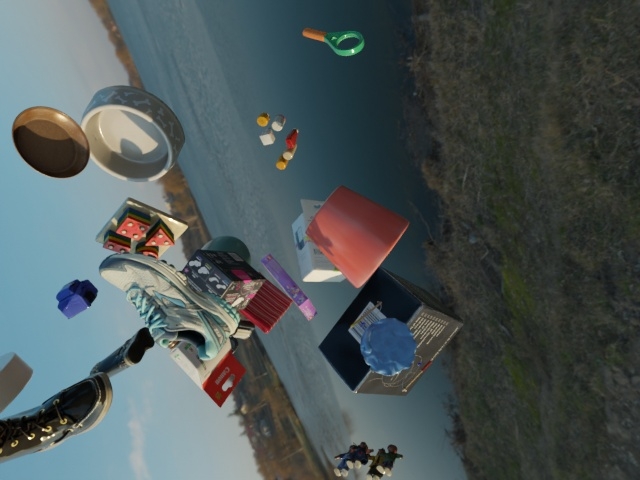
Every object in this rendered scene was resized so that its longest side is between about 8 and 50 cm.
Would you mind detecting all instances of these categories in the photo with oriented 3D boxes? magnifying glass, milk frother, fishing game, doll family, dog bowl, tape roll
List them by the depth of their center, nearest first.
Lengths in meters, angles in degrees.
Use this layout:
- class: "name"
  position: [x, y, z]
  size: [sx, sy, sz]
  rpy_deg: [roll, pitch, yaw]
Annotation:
- class: "tape roll"
  position: [-0.868, 0.423, 0.963]
  size: [0.072, 0.392, 0.392]
  rpy_deg: [56, 170, -19]
- class: "doll family"
  position: [0.125, 0.587, 1.127]
  size: [0.111, 0.193, 0.076]
  rpy_deg: [-31, -59, -64]
- class: "magnifying glass"
  position: [0.037, -0.636, 1.322]
  size: [0.231, 0.092, 0.026]
  rpy_deg: [31, 164, 28]
- class: "fishing game"
  position: [0.219, 0.346, 1.358]
  size: [0.264, 0.189, 0.041]
  rpy_deg: [47, 162, 10]
- class: "dog bowl"
  position: [-0.662, -0.355, 1.466]
  size: [0.102, 0.349, 0.348]
  rpy_deg: [-91, -6, -45]
- class: "milk frother"
  position: [-0.332, 0.372, 1.637]
  size: [0.129, 0.135, 0.143]
  rpy_deg: [3, 76, 36]

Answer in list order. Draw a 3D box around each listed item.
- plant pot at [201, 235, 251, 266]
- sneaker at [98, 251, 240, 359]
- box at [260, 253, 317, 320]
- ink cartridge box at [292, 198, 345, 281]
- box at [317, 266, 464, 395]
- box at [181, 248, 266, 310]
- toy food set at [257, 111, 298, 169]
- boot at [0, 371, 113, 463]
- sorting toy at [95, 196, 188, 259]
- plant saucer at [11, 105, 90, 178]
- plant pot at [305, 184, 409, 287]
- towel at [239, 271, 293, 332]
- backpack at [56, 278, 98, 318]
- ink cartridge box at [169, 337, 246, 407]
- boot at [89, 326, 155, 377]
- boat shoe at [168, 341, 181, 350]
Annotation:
- class: "plant pot"
  position: [-0.479, 0.112, 2.095]
  size: [0.235, 0.293, 0.293]
  rpy_deg: [-81, -19, -54]
- class: "sneaker"
  position: [-0.291, 0.127, 0.790]
  size: [0.283, 0.122, 0.110]
  rpy_deg: [32, 139, -16]
- class: "box"
  position: [-0.140, 0.209, 1.874]
  size: [0.293, 0.057, 0.201]
  rpy_deg: [46, 169, 28]
- class: "ink cartridge box"
  position: [0.000, 0.000, 1.858]
  size: [0.119, 0.207, 0.353]
  rpy_deg: [-45, 49, 49]
- class: "box"
  position: [0.334, 0.436, 1.926]
  size: [0.472, 0.480, 0.297]
  rpy_deg: [28, -169, -46]
- class: "box"
  position: [-0.316, 0.132, 1.339]
  size: [0.163, 0.142, 0.247]
  rpy_deg: [39, -174, 14]
- class: "toy food set"
  position: [-0.150, -0.397, 1.588]
  size: [0.104, 0.111, 0.232]
  rpy_deg: [-75, -32, -43]
- class: "boot"
  position: [-0.789, 0.500, 1.137]
  size: [0.138, 0.377, 0.284]
  rpy_deg: [63, -163, 18]
- class: "sorting toy"
  position: [-0.704, -0.012, 1.654]
  size: [0.255, 0.257, 0.089]
  rpy_deg: [28, -148, -40]
- class: "plant saucer"
  position: [-0.735, -0.262, 1.140]
  size: [0.036, 0.198, 0.198]
  rpy_deg: [-10, 108, 31]
- class: "plant pot"
  position: [0.104, -0.028, 1.324]
  size: [0.243, 0.275, 0.275]
  rpy_deg: [38, 162, 4]
- class: "towel"
  position: [-0.227, 0.233, 1.631]
  size: [0.199, 0.031, 0.275]
  rpy_deg: [40, -157, 2]
- class: "backpack"
  position: [-0.805, 0.180, 1.393]
  size: [0.120, 0.098, 0.101]
  rpy_deg: [-107, -7, -68]
- class: "ink cartridge box"
  position: [-0.327, 0.366, 1.289]
  size: [0.224, 0.056, 0.181]
  rpy_deg: [48, -152, -5]
- class: "boot"
  position: [-0.724, 0.418, 1.541]
  size: [0.085, 0.179, 0.236]
  rpy_deg: [59, -177, -13]
- class: "boat shoe"
  position: [-0.510, 0.317, 1.424]
  size: [0.073, 0.073, 0.207]
  rpy_deg: [47, 159, -13]
